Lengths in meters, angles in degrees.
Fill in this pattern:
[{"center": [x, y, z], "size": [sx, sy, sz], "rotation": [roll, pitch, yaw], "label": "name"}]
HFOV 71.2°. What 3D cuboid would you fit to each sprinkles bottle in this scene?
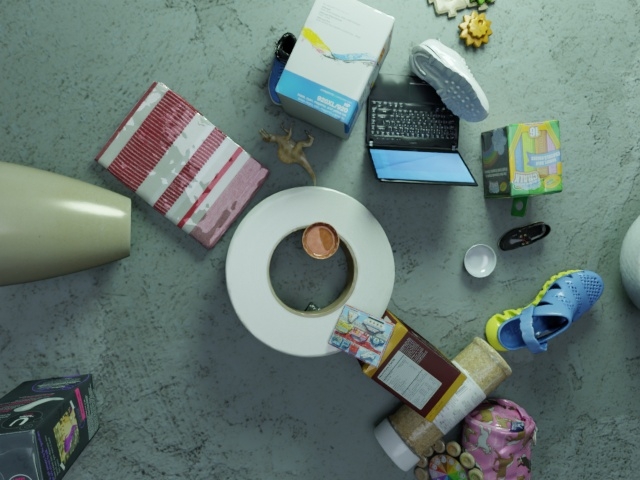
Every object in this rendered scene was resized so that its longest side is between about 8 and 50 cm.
[{"center": [0.298, 0.397, 1.094], "size": [0.355, 0.121, 0.121], "rotation": [-41, 98, -2], "label": "sprinkles bottle"}]

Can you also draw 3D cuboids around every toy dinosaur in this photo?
[{"center": [-0.055, -0.215, 1.048], "size": [0.183, 0.053, 0.093], "rotation": [40, 104, 0], "label": "toy dinosaur"}]

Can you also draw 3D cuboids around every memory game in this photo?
[{"center": [0.314, 0.580, 1.104], "size": [0.012, 0.186, 0.187], "rotation": [-8, 101, -51], "label": "memory game"}]

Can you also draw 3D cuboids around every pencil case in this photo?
[{"center": [0.442, 0.603, 1.112], "size": [0.160, 0.167, 0.387], "rotation": [-5, 96, -39], "label": "pencil case"}]

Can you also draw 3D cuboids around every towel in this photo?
[{"center": [-0.311, -0.169, 1.024], "size": [0.329, 0.037, 0.237], "rotation": [39, 92, -6], "label": "towel"}]

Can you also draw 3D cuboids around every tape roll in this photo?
[{"center": [-0.022, 0.071, 1.031], "size": [0.391, 0.072, 0.393], "rotation": [1, 86, -9], "label": "tape roll"}]

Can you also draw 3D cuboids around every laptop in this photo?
[{"center": [0.231, -0.259, 1.025], "size": [0.234, 0.136, 0.265], "rotation": [2, 94, -7], "label": "laptop"}]

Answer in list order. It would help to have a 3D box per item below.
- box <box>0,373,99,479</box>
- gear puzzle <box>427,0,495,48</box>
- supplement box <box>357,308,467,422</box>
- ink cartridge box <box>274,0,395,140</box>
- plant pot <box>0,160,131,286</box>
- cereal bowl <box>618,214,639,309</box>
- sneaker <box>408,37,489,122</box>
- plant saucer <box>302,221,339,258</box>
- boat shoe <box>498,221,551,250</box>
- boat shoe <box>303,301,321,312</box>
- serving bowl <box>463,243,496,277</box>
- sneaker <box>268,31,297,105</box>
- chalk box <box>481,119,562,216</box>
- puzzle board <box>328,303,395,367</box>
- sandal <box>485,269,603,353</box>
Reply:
[{"center": [-0.592, 0.399, 0.918], "size": [0.165, 0.270, 0.144], "rotation": [-6, 95, -5], "label": "box"}, {"center": [0.333, -0.625, 1.053], "size": [0.175, 0.044, 0.339], "rotation": [-14, 96, -5], "label": "gear puzzle"}, {"center": [0.192, 0.274, 1.036], "size": [0.194, 0.191, 0.129], "rotation": [38, 91, -8], "label": "supplement box"}, {"center": [0.034, -0.370, 0.964], "size": [0.168, 0.171, 0.233], "rotation": [25, 93, 3], "label": "ink cartridge box"}, {"center": [-0.539, -0.032, 0.922], "size": [0.273, 0.256, 0.257], "rotation": [0, 95, -23], "label": "plant pot"}, {"center": [0.902, 0.051, 1.124], "size": [0.338, 0.141, 0.340], "rotation": [0, 94, -6], "label": "cereal bowl"}, {"center": [0.313, -0.376, 1.030], "size": [0.094, 0.090, 0.235], "rotation": [-34, 82, -30], "label": "sneaker"}, {"center": [0.000, 0.000, 0.995], "size": [0.083, 0.013, 0.084], "rotation": [1, 86, -9], "label": "plant saucer"}, {"center": [0.513, -0.011, 1.126], "size": [0.132, 0.042, 0.049], "rotation": [-23, 99, -3], "label": "boat shoe"}, {"center": [-0.057, 0.208, 1.079], "size": [0.142, 0.049, 0.040], "rotation": [-43, 90, -7], "label": "boat shoe"}, {"center": [0.397, 0.050, 1.124], "size": [0.083, 0.027, 0.084], "rotation": [0, 95, -6], "label": "serving bowl"}, {"center": [-0.084, -0.387, 1.005], "size": [0.058, 0.084, 0.152], "rotation": [13, 93, -7], "label": "sneaker"}, {"center": [0.477, -0.164, 1.064], "size": [0.131, 0.132, 0.213], "rotation": [-7, 96, -6], "label": "chalk box"}, {"center": [0.085, 0.201, 0.958], "size": [0.128, 0.011, 0.097], "rotation": [19, 80, 33], "label": "puzzle board"}, {"center": [0.575, 0.185, 1.102], "size": [0.317, 0.138, 0.126], "rotation": [-35, 95, -4], "label": "sandal"}]
